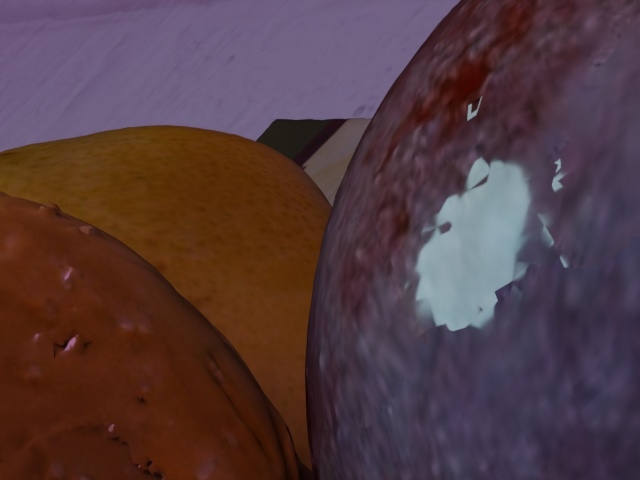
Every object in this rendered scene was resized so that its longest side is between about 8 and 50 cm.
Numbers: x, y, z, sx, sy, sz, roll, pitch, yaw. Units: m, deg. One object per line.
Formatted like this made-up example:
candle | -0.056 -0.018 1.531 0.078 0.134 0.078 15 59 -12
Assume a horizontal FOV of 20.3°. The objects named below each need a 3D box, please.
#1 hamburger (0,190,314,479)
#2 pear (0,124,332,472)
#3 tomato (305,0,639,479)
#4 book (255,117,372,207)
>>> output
hamburger | -0.098 0.091 0.500 0.213 0.214 0.108 -37 -7 0
pear | -0.091 0.109 0.694 0.314 0.314 0.314 -28 28 16
tomato | 0.151 0.041 0.472 0.316 0.317 0.282 -19 14 32
book | 0.000 0.000 1.041 0.201 0.026 0.289 -49 29 -22
